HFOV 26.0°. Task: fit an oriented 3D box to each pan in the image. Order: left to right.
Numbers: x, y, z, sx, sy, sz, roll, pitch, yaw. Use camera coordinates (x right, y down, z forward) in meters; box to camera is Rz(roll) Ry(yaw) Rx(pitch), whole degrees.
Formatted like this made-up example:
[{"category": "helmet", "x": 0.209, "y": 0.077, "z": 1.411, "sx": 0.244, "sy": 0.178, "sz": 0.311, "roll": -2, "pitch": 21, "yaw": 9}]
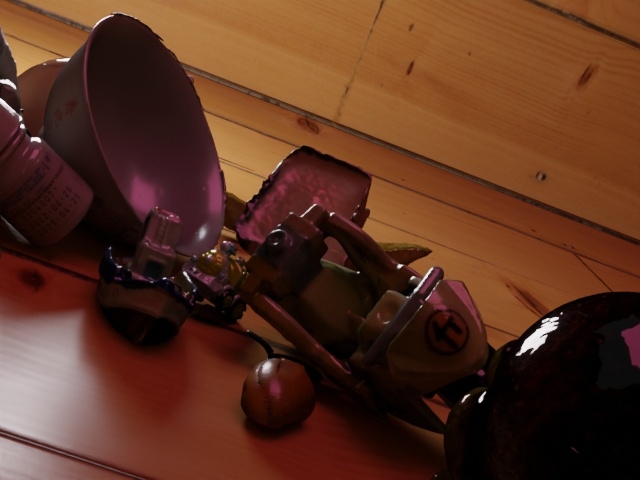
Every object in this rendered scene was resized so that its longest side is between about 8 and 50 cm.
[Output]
[{"category": "pan", "x": -0.049, "y": 0.142, "z": 1.600, "sx": 0.115, "sy": 0.023, "sz": 0.068, "roll": 35, "pitch": 18, "yaw": 35}]

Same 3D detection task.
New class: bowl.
[{"category": "bowl", "x": -0.278, "y": -0.117, "z": 1.866, "sx": 0.157, "sy": 0.345, "sz": 0.345, "roll": -19, "pitch": -1, "yaw": 20}]

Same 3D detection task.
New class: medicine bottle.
[{"category": "medicine bottle", "x": -0.363, "y": -0.079, "z": 1.671, "sx": 0.168, "sy": 0.105, "sz": 0.105, "roll": 47, "pitch": 2, "yaw": -24}]

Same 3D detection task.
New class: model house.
[{"category": "model house", "x": -0.015, "y": -0.007, "z": 1.982, "sx": 0.166, "sy": 0.183, "sz": 0.172, "roll": 23, "pitch": -26, "yaw": 12}]

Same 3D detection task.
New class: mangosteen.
[{"category": "mangosteen", "x": 0.274, "y": 0.204, "z": 1.283, "sx": 0.330, "sy": 0.330, "sz": 0.330, "roll": 22, "pitch": 12, "yaw": -5}]

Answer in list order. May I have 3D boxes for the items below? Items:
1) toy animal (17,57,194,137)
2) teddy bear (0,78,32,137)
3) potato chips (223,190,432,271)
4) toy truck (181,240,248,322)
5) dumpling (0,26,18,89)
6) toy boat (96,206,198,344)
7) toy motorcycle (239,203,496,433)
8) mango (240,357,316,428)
[{"category": "toy animal", "x": -0.326, "y": -0.164, "z": 2.081, "sx": 0.213, "sy": 0.195, "sz": 0.256, "roll": -17, "pitch": -18, "yaw": 31}, {"category": "teddy bear", "x": -0.454, "y": -0.143, "z": 1.812, "sx": 0.171, "sy": 0.144, "sz": 0.251, "roll": 17, "pitch": 13, "yaw": -24}, {"category": "potato chips", "x": 0.000, "y": 0.000, "z": 2.180, "sx": 0.407, "sy": 0.080, "sz": 0.057, "roll": 15, "pitch": -2, "yaw": -25}, {"category": "toy truck", "x": -0.122, "y": 0.045, "z": 1.709, "sx": 0.076, "sy": 0.077, "sz": 0.111, "roll": 31, "pitch": -13, "yaw": 25}, {"category": "dumpling", "x": -0.560, "y": -0.241, "z": 1.917, "sx": 0.293, "sy": 0.204, "sz": 0.163, "roll": 6, "pitch": 3, "yaw": -36}, {"category": "toy boat", "x": -0.192, "y": 0.035, "z": 1.588, "sx": 0.114, "sy": 0.115, "sz": 0.262, "roll": 19, "pitch": 13, "yaw": -15}, {"category": "toy motorcycle", "x": 0.071, "y": 0.104, "z": 1.583, "sx": 0.410, "sy": 0.168, "sz": 0.237, "roll": 24, "pitch": -23, "yaw": 39}, {"category": "mango", "x": -0.044, "y": 0.160, "z": 1.449, "sx": 0.077, "sy": 0.063, "sz": 0.127, "roll": 33, "pitch": 15, "yaw": 8}]
